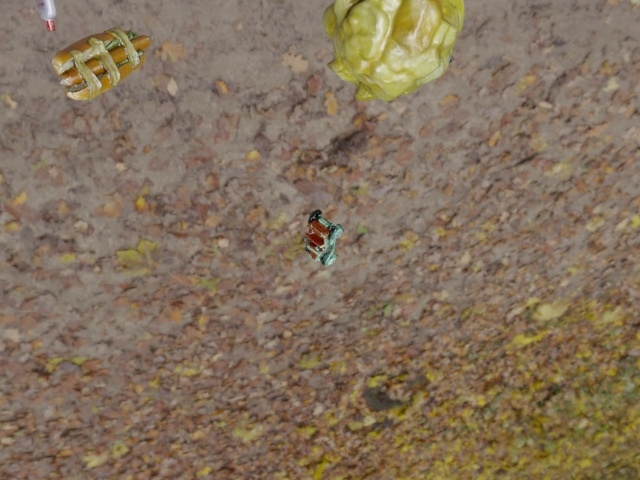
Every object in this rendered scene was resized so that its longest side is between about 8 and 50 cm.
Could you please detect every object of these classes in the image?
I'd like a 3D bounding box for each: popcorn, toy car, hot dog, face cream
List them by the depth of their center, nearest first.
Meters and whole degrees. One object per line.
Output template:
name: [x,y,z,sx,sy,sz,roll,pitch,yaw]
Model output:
popcorn: [0.118,-0.337,0.923,0.215,0.286,0.252,39,127,0]
face cream: [-0.464,-0.397,1.005,0.021,0.040,0.083,-25,115,-48]
toy car: [0.000,0.000,1.220,0.054,0.073,0.143,-43,162,-28]
hot dog: [-0.448,-0.377,1.243,0.072,0.269,0.109,-2,123,33]
